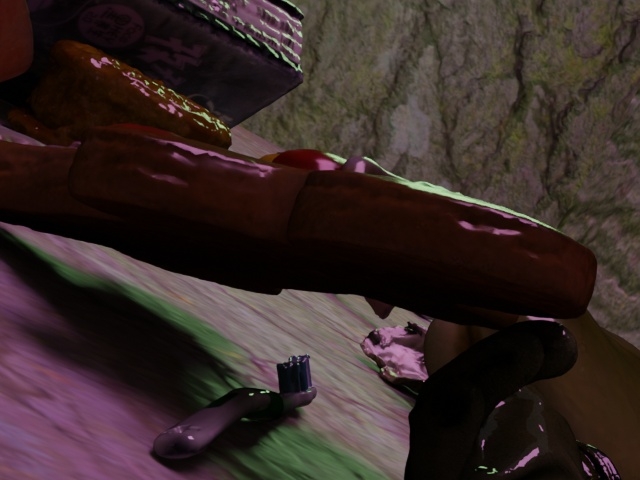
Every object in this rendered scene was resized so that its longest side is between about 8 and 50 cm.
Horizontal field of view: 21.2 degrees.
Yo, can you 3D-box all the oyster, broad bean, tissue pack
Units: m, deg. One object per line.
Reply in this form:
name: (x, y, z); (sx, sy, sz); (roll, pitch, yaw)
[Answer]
oyster: (0.120, 0.125, 1.379); (0.199, 0.061, 0.106); (27, 26, -10)
broad bean: (0.204, 0.126, 1.297); (0.263, 0.121, 0.189); (28, 33, -22)
tissue pack: (-0.224, -0.206, 1.643); (0.361, 0.122, 0.259); (24, -35, -36)

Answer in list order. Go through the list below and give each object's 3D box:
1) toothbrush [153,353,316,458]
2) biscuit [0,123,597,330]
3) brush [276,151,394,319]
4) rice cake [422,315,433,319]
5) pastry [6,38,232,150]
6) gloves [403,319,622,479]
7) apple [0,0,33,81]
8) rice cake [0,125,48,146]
toothbrush: (-0.036, 0.088, 0.891); (0.030, 0.030, 0.304); (31, 7, 8)
biscuit: (-0.017, -0.015, 0.924); (0.283, 0.064, 0.432); (19, -9, -33)
brush: (0.000, 0.000, 1.734); (0.071, 0.084, 0.301); (28, 11, -35)
rice cake: (0.081, 0.035, 2.011); (0.036, 0.047, 0.206); (45, -4, -38)
pastry: (-0.177, -0.102, 1.523); (0.188, 0.103, 0.189); (29, 4, -2)
gloves: (0.101, 0.116, 0.916); (0.268, 0.107, 0.135); (59, 13, -62)
apple: (-0.356, -0.218, 1.260); (0.293, 0.163, 0.251); (50, -20, 24)
rice cake: (-0.266, -0.077, 1.070); (0.270, 0.049, 0.055); (25, -7, -38)
